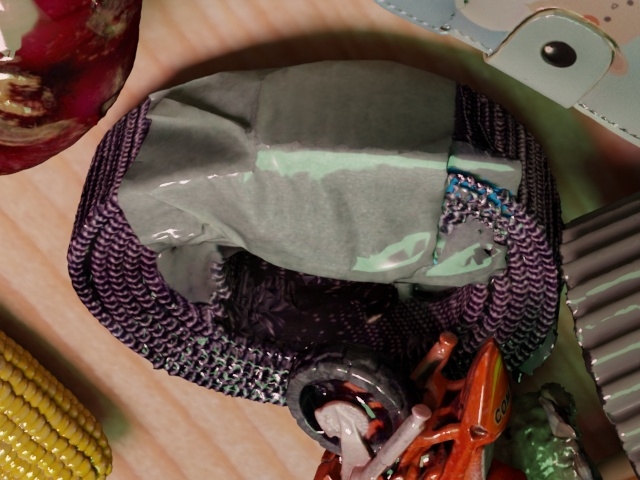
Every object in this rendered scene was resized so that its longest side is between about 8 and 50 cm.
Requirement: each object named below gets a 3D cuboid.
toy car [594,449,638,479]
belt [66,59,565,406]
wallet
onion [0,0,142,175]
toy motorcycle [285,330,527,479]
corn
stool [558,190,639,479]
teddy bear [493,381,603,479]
[{"bbox_3d":[0.262,0.268,1.257,0.145,0.235,0.235,-33,120,27],"label":"toy car"},{"bbox_3d":[0.000,0.000,1.135,0.325,0.122,0.260,6,138,2],"label":"belt"},{"bbox_3d":[0.167,-0.155,1.002,0.250,0.075,0.176,26,138,-12],"label":"wallet"},{"bbox_3d":[-0.216,-0.148,0.983,0.246,0.190,0.246,12,124,19],"label":"onion"},{"bbox_3d":[0.078,0.181,1.151,0.171,0.089,0.298,3,129,27],"label":"toy motorcycle"},{"bbox_3d":[-0.253,0.107,1.259,0.093,0.093,0.244,-28,119,25],"label":"corn"},{"bbox_3d":[0.359,0.043,1.040,0.330,0.297,0.297,-29,122,20],"label":"stool"},{"bbox_3d":[0.124,0.156,1.255,0.213,0.111,0.133,-14,91,37],"label":"teddy bear"}]
